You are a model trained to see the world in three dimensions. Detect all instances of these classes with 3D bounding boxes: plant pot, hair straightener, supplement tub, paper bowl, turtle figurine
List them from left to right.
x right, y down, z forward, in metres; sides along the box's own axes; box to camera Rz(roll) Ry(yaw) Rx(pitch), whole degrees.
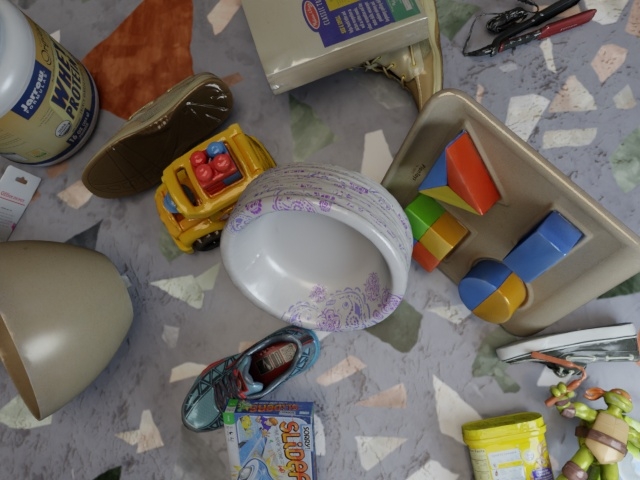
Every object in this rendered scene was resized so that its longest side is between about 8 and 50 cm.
[{"bbox_3d":[-0.536,-0.267,0.968,0.228,0.316,0.229,-1,82,6],"label":"supplement tub"},{"bbox_3d":[-0.421,0.114,0.952,0.190,0.284,0.284,-26,78,-35],"label":"plant pot"},{"bbox_3d":[0.000,0.000,0.910,0.284,0.284,0.148,11,47,8],"label":"paper bowl"},{"bbox_3d":[0.355,-0.385,1.033,0.230,0.047,0.089,-21,80,7],"label":"hair straightener"},{"bbox_3d":[0.401,0.297,0.867,0.269,0.087,0.217,28,74,6],"label":"turtle figurine"}]

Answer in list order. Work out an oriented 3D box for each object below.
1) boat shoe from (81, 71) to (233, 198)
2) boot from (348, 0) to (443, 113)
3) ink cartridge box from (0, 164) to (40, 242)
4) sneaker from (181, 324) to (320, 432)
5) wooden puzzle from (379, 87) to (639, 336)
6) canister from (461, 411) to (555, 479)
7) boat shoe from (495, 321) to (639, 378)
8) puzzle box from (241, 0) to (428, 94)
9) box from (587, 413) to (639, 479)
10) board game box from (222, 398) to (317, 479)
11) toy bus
[{"bbox_3d":[-0.293,-0.190,1.050,0.302,0.109,0.098,-39,40,0],"label":"boat shoe"},{"bbox_3d":[0.105,-0.301,1.016,0.203,0.095,0.262,-5,80,5],"label":"boot"},{"bbox_3d":[-0.593,-0.056,1.052,0.061,0.104,0.181,28,85,9],"label":"ink cartridge box"},{"bbox_3d":[-0.126,0.218,0.952,0.261,0.125,0.104,-36,79,0],"label":"sneaker"},{"bbox_3d":[0.236,-0.005,0.850,0.347,0.322,0.080,39,61,8],"label":"wooden puzzle"},{"bbox_3d":[0.298,0.365,0.913,0.126,0.073,0.170,-11,82,4],"label":"canister"},{"bbox_3d":[0.391,0.179,0.927,0.219,0.078,0.070,-9,80,3],"label":"boat shoe"},{"bbox_3d":[-0.012,-0.458,1.017,0.272,0.052,0.409,-19,64,3],"label":"puzzle box"},{"bbox_3d":[0.477,0.372,0.908,0.109,0.042,0.178,25,85,9],"label":"box"},{"bbox_3d":[-0.074,0.340,0.925,0.136,0.035,0.201,0,114,6],"label":"board game box"},{"bbox_3d":[-0.182,-0.087,0.960,0.220,0.211,0.150,-30,81,3],"label":"toy bus"}]
